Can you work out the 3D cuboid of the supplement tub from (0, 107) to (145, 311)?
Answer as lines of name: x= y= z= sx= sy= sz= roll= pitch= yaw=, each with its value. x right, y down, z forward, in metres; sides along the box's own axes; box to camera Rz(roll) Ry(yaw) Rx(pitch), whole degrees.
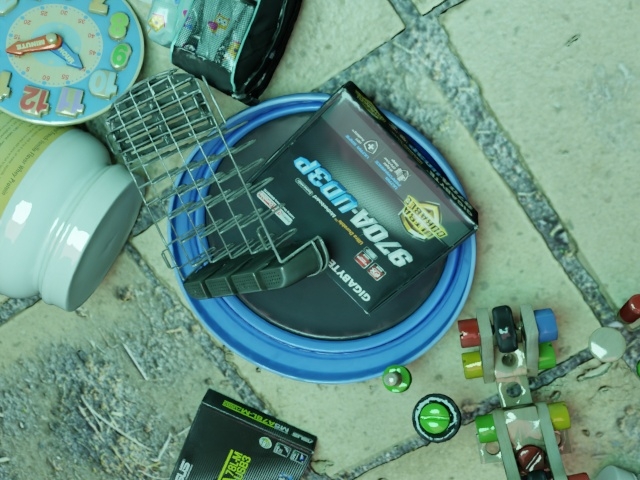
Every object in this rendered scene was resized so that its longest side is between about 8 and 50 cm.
supplement tub: x=-0.404 y=-0.067 z=0.955 sx=0.316 sy=0.228 sz=0.228 roll=27 pitch=115 yaw=-1

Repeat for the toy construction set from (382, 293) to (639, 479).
toy construction set: x=0.284 y=0.192 z=0.981 sx=0.309 sy=0.237 sz=0.257 roll=-37 pitch=72 yaw=5

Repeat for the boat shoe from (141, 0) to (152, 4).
boat shoe: x=-0.251 y=-0.335 z=0.900 sx=0.219 sy=0.078 sz=0.070 roll=16 pitch=116 yaw=-5

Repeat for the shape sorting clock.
shape sorting clock: x=-0.314 y=-0.232 z=0.910 sx=0.206 sy=0.040 sz=0.206 roll=2 pitch=78 yaw=-9

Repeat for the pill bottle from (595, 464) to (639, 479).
pill bottle: x=0.468 y=0.377 z=1.038 sx=0.187 sy=0.112 sz=0.112 roll=22 pitch=115 yaw=2

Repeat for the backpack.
backpack: x=-0.094 y=-0.264 z=0.845 sx=0.144 sy=0.166 sz=0.188 roll=31 pitch=97 yaw=5

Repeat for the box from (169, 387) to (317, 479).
box: x=-0.123 y=0.342 z=1.175 sx=0.184 sy=0.045 sz=0.190 roll=24 pitch=114 yaw=-2

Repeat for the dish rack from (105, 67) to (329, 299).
dish rack: x=-0.128 y=-0.058 z=0.866 sx=0.208 sy=0.074 sz=0.271 roll=-12 pitch=108 yaw=44

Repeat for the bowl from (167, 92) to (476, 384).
bowl: x=0.000 y=0.000 z=0.989 sx=0.391 sy=0.077 sz=0.391 roll=4 pitch=113 yaw=9

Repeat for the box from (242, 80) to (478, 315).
box: x=0.046 y=-0.045 z=0.889 sx=0.220 sy=0.051 sz=0.175 roll=45 pitch=114 yaw=-9
